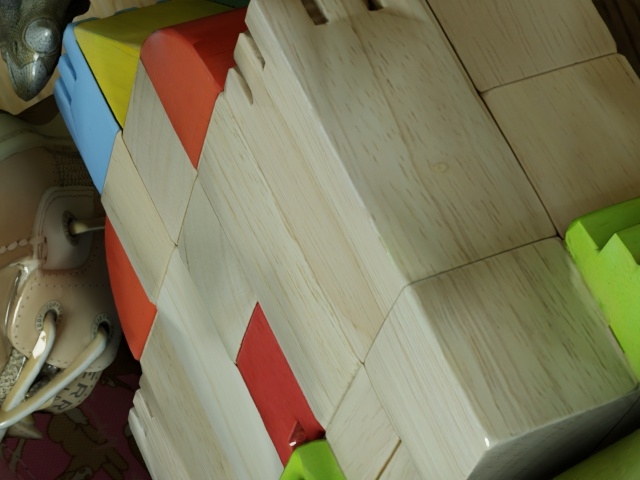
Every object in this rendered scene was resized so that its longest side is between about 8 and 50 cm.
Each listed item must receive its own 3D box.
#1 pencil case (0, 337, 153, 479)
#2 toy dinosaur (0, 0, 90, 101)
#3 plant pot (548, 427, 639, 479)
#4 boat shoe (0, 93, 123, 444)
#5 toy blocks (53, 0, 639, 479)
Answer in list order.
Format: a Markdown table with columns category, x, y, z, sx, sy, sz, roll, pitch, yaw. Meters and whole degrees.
| category | x | y | z | sx | sy | sz | roll | pitch | yaw |
| --- | --- | --- | --- | --- | --- | --- | --- | --- | --- |
| pencil case | -0.099 | 0.151 | 0.962 | 0.386 | 0.160 | 0.167 | 43 | 150 | 29 |
| toy dinosaur | -0.167 | -0.176 | 0.819 | 0.313 | 0.121 | 0.160 | 54 | 141 | 18 |
| plant pot | 0.093 | 0.215 | 0.486 | 0.366 | 0.366 | 0.353 | 47 | 123 | 20 |
| boat shoe | -0.126 | 0.019 | 0.766 | 0.122 | 0.341 | 0.110 | -40 | 92 | 21 |
| toy blocks | 0.000 | 0.000 | 0.653 | 0.261 | 0.191 | 0.381 | 63 | 156 | 22 |
